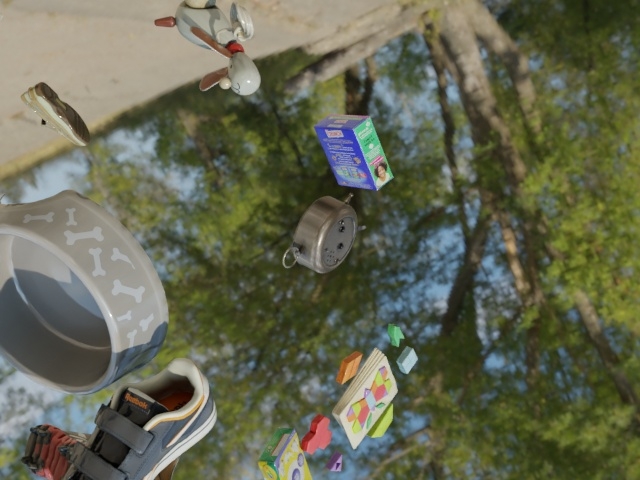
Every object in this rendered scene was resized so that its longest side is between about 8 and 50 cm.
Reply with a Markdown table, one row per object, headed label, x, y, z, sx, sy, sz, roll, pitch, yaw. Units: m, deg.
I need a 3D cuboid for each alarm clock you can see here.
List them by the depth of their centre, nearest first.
| label | x | y | z | sx | sy | sz | roll | pitch | yaw |
| --- | --- | --- | --- | --- | --- | --- | --- | --- | --- |
| alarm clock | 0.000 | 0.000 | 1.652 | 0.064 | 0.129 | 0.192 | 29 | -140 | 31 |

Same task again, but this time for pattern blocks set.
| label | x | y | z | sx | sy | sz | roll | pitch | yaw |
| --- | --- | --- | --- | --- | --- | --- | --- | --- | --- |
| pattern blocks set | 0.095 | 0.331 | 1.994 | 0.026 | 0.285 | 0.325 | 21 | -107 | 34 |

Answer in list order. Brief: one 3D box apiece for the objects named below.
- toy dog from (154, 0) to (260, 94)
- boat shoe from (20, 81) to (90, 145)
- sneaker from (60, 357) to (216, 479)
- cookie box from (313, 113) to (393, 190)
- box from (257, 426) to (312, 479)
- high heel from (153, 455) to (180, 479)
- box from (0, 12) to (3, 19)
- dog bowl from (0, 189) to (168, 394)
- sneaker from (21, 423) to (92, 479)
| label | x | y | z | sx | sy | sz | roll | pitch | yaw |
| --- | --- | --- | --- | --- | --- | --- | --- | --- | --- |
| toy dog | -0.273 | -0.462 | 2.214 | 0.160 | 0.220 | 0.334 | -21 | -143 | -16 |
| boat shoe | -0.597 | -0.277 | 2.151 | 0.072 | 0.190 | 0.068 | -22 | -137 | 16 |
| sneaker | -0.278 | 0.290 | 1.342 | 0.126 | 0.128 | 0.321 | 22 | -132 | 27 |
| cookie box | 0.050 | -0.133 | 1.433 | 0.040 | 0.107 | 0.091 | -41 | -148 | -28 |
| box | -0.062 | 0.468 | 1.869 | 0.043 | 0.179 | 0.105 | -2 | -151 | 25 |
| high heel | -0.294 | 0.405 | 1.877 | 0.186 | 0.093 | 0.261 | -39 | -149 | 21 |
| box | -0.841 | -0.526 | 2.071 | 0.113 | 0.275 | 0.094 | -33 | -151 | 33 |
| dog bowl | -0.405 | 0.087 | 1.464 | 0.348 | 0.349 | 0.102 | -15 | -158 | 37 |
| sneaker | -0.408 | 0.392 | 1.654 | 0.276 | 0.135 | 0.098 | 11 | -97 | 53 |
